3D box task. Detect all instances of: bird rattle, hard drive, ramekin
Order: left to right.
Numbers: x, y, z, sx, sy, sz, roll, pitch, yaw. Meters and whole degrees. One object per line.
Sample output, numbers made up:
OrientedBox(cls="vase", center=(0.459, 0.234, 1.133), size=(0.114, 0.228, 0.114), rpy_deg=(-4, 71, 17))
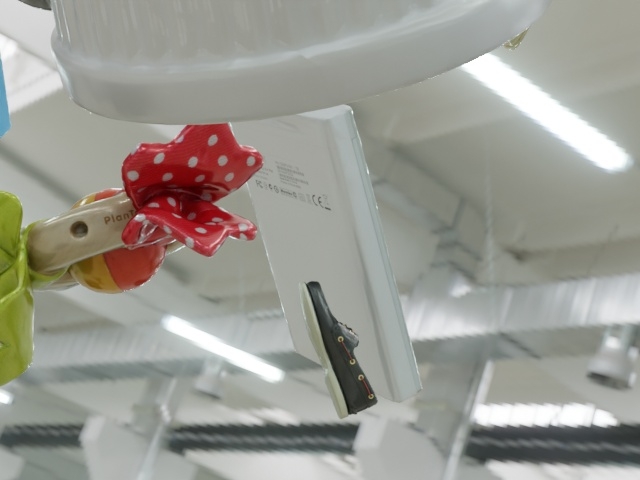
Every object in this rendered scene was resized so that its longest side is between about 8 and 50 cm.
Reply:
OrientedBox(cls="bird rattle", center=(-0.157, -0.012, 0.961), size=(0.143, 0.253, 0.207), rpy_deg=(62, 4, 4))
OrientedBox(cls="ramekin", center=(-0.015, -0.136, 0.515), size=(0.207, 0.207, 0.109), rpy_deg=(6, -59, 32))
OrientedBox(cls="hard drive", center=(0.000, 0.000, 1.331), size=(0.203, 0.040, 0.307), rpy_deg=(21, -48, 54))

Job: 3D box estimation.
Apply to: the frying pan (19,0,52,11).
OrientedBox(cls="frying pan", center=(-0.358, -0.393, 1.883), size=(0.326, 0.053, 0.197), rpy_deg=(8, -29, 21))

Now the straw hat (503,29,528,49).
OrientedBox(cls="straw hat", center=(0.184, -0.275, 1.396), size=(0.061, 0.144, 0.144), rpy_deg=(2, -18, -10))

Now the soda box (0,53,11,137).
OrientedBox(cls="soda box", center=(-0.451, -0.222, 1.653), size=(0.067, 0.071, 0.210), rpy_deg=(10, -54, 15))

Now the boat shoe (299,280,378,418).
OrientedBox(cls="boat shoe", center=(0.015, 0.098, 1.213), size=(0.042, 0.133, 0.049), rpy_deg=(-20, -5, -9))
